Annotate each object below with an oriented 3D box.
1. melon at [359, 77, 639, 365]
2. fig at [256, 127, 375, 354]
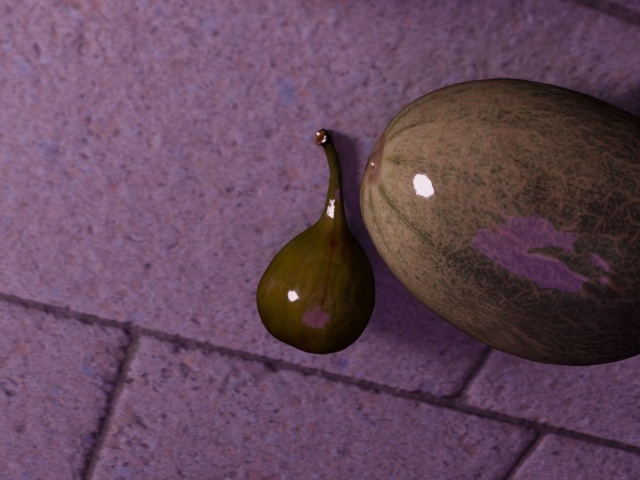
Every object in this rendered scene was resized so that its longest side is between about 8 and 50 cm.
[{"bbox_3d":[0.196,-0.018,0.892,0.329,0.248,0.248,23,125,-10],"label":"melon"},{"bbox_3d":[0.000,0.000,1.008,0.124,0.124,0.236,3,104,-4],"label":"fig"}]
